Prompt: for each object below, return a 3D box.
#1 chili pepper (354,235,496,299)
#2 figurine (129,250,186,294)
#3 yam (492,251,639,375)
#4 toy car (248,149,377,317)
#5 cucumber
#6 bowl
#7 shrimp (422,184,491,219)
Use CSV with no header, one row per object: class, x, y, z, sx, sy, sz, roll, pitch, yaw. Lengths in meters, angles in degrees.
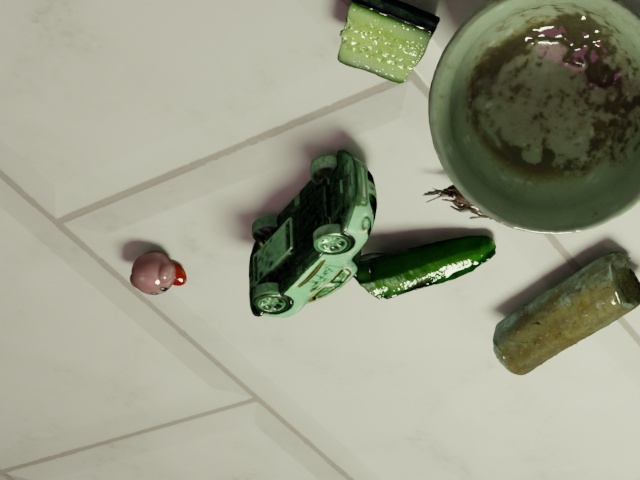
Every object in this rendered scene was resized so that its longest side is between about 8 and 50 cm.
chili pepper,0.148,0.033,2.115,0.216,0.108,0.062,-11,102,16
figurine,-0.256,0.050,2.253,0.083,0.071,0.067,-16,91,21
yam,0.355,0.106,2.122,0.093,0.093,0.259,31,138,-20
toy car,0.000,0.000,2.070,0.125,0.136,0.306,17,142,-27
cucumber,0.078,-0.256,1.793,0.115,0.062,0.116,21,148,-6
bowl,0.270,-0.158,1.752,0.289,0.146,0.289,1,98,4
shrimp,0.220,-0.059,1.991,0.165,0.057,0.065,4,146,17
